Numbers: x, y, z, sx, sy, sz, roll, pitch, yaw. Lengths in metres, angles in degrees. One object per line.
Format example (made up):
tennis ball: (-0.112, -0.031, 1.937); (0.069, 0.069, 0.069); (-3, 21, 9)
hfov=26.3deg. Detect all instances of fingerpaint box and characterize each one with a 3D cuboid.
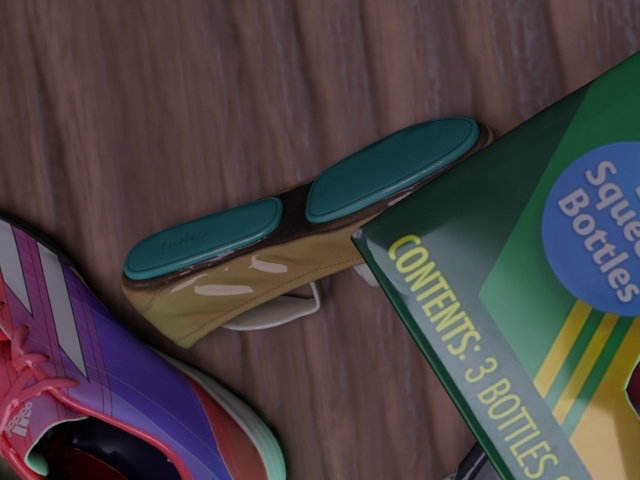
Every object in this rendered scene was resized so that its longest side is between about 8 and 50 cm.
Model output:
fingerpaint box: (0.284, 0.089, 0.557); (0.371, 0.163, 0.444); (-31, 86, 2)

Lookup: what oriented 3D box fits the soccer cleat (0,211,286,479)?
soccer cleat: (-0.168, 0.075, 0.792); (0.318, 0.116, 0.108); (35, 107, 11)

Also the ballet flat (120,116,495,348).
ballet flat: (0.000, 0.000, 0.758); (0.232, 0.080, 0.073); (-19, 119, 23)

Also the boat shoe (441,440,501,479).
boat shoe: (0.156, 0.093, 0.694); (0.114, 0.091, 0.302); (39, 108, 11)
